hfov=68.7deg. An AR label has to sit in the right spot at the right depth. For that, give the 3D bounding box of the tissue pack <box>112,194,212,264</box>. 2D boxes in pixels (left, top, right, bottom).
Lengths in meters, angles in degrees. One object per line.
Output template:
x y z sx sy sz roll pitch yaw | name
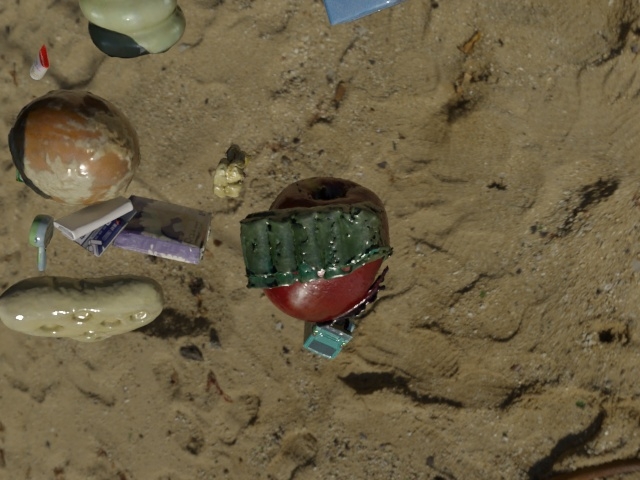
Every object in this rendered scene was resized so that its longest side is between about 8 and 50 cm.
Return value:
-0.619 -0.044 1.869 0.343 0.242 0.125 12 129 -10 | tissue pack

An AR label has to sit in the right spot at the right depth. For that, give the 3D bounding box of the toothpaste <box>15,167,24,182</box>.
-0.848 -0.204 1.448 0.037 0.178 0.043 14 103 18 | toothpaste

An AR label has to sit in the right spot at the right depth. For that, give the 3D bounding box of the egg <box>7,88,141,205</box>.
-0.397 -0.150 0.770 0.233 0.195 0.195 -3 94 45 | egg

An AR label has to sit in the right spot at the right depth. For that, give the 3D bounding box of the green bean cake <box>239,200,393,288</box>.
0.000 0.000 0.847 0.255 0.241 0.132 -9 89 13 | green bean cake

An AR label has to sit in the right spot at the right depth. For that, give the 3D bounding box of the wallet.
-0.401 -0.045 0.831 0.061 0.122 0.025 27 133 23 | wallet

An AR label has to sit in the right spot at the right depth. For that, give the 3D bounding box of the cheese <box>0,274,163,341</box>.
-0.619 0.167 1.267 0.328 0.351 0.130 -20 62 16 | cheese

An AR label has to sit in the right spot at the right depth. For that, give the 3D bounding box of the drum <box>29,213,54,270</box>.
-0.998 0.025 1.668 0.130 0.049 0.253 -110 37 -61 | drum

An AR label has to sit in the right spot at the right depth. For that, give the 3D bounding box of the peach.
-0.003 0.033 1.277 0.339 0.353 0.417 -103 13 -51 | peach

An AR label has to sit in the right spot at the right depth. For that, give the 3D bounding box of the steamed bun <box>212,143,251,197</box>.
-0.331 -0.246 1.770 0.106 0.177 0.192 25 129 -5 | steamed bun

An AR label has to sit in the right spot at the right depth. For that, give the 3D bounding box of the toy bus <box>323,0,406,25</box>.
0.038 -0.435 0.647 0.116 0.133 0.234 -9 115 26 | toy bus

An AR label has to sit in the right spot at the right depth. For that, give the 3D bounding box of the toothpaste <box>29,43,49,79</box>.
-0.651 -0.406 1.089 0.190 0.031 0.048 5 105 53 | toothpaste

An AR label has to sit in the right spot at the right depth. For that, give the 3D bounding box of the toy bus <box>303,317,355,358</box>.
0.020 0.245 1.524 0.128 0.256 0.147 27 116 -15 | toy bus

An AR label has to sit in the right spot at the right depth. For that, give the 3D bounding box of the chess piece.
-0.342 -0.489 0.752 0.182 0.182 0.330 38 152 26 | chess piece

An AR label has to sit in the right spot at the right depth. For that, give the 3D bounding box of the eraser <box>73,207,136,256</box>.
-0.769 -0.059 1.662 0.124 0.210 0.068 38 167 -13 | eraser
